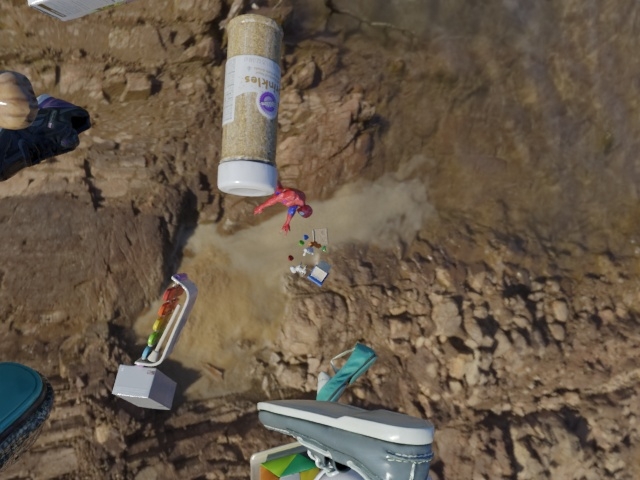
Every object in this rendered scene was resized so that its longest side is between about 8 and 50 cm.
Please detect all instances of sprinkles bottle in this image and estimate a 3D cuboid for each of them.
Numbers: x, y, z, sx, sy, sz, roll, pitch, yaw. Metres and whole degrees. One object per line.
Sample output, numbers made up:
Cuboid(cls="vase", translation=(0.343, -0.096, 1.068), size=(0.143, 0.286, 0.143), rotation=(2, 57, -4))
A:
Cuboid(cls="sprinkles bottle", translation=(-0.144, -0.275, 1.040), size=(0.121, 0.121, 0.355), rotation=(5, 83, -27))

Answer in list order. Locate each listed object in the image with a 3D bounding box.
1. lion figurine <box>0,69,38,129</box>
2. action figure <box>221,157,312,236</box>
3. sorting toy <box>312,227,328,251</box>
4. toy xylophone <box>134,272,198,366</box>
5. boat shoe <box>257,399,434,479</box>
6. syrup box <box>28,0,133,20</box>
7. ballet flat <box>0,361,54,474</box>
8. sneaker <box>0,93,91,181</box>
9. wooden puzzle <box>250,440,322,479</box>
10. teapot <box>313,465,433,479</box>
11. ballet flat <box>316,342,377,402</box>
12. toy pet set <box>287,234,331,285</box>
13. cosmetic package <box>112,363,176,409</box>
Cuboid(cls="lion figurine", translation=(-0.158, -0.127, 0.143), size=(0.392, 0.240, 0.142), rotation=(-31, 87, 18))
Cuboid(cls="action figure", translation=(-0.143, -0.114, 1.267), size=(0.139, 0.280, 0.091), rotation=(-61, 158, 14))
Cuboid(cls="sorting toy", translation=(0.000, 0.000, 1.752), size=(0.062, 0.012, 0.083), rotation=(-8, 98, -30))
Cuboid(cls="toy xylophone", translation=(-0.484, 0.258, 1.587), size=(0.081, 0.236, 0.323), rotation=(23, 83, -1))
Cuboid(cls="boat shoe", translation=(0.013, 0.275, 0.683), size=(0.116, 0.319, 0.099), rotation=(11, 76, -40))
Cuboid(cls="syrup box", translation=(-0.325, -0.421, 0.762), size=(0.237, 0.096, 0.093), rotation=(-13, 98, 7))
Cuboid(cls="ballet flat", translation=(-0.479, 0.310, 0.508), size=(0.164, 0.483, 0.182), rotation=(24, 112, 9))
Cuboid(cls="sneaker", translation=(-0.608, -0.227, 1.101), size=(0.124, 0.283, 0.107), rotation=(14, 136, -2))
Cuboid(cls="wooden puzzle", translation=(-0.066, 0.599, 1.209), size=(0.221, 0.239, 0.044), rotation=(-17, 128, 3))
Cuboid(cls="teapot", translation=(0.056, 0.439, 0.792), size=(0.256, 0.252, 0.187), rotation=(-48, 130, 9))
Cuboid(cls="ballet flat", translation=(0.046, 0.359, 1.315), size=(0.247, 0.087, 0.083), rotation=(-39, 153, -32))
Cuboid(cls="toy pet set", translation=(-0.030, 0.064, 1.325), size=(0.114, 0.122, 0.065), rotation=(34, 127, 2))
Cuboid(cls="cosmetic package", translation=(-0.582, 0.493, 1.678), size=(0.127, 0.238, 0.107), rotation=(4, 65, 6))
